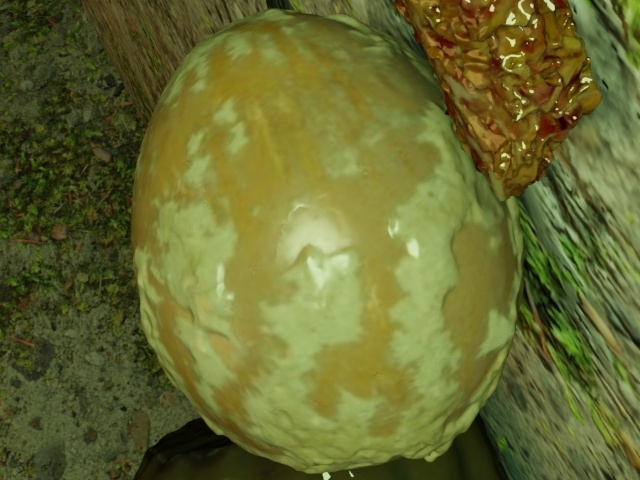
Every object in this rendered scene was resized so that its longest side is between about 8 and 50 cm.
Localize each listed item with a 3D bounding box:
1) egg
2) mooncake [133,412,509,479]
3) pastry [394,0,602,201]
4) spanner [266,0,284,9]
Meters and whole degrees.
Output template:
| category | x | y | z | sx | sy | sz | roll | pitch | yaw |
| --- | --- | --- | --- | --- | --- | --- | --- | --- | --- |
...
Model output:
| category | x | y | z | sx | sy | sz | roll | pitch | yaw |
| --- | --- | --- | --- | --- | --- | --- | --- | --- | --- |
| egg | 0.000 | 0.000 | 0.549 | 0.203 | 0.203 | 0.245 | 143 | 108 | -80 |
| mooncake | 0.002 | 0.200 | 0.831 | 0.290 | 0.291 | 0.161 | 152 | 103 | -81 |
| pastry | 0.060 | -0.098 | 0.402 | 0.169 | 0.063 | 0.087 | 63 | -179 | -21 |
| spanner | -0.028 | -0.149 | 0.868 | 0.054 | 0.015 | 0.254 | 57 | 168 | 35 |
